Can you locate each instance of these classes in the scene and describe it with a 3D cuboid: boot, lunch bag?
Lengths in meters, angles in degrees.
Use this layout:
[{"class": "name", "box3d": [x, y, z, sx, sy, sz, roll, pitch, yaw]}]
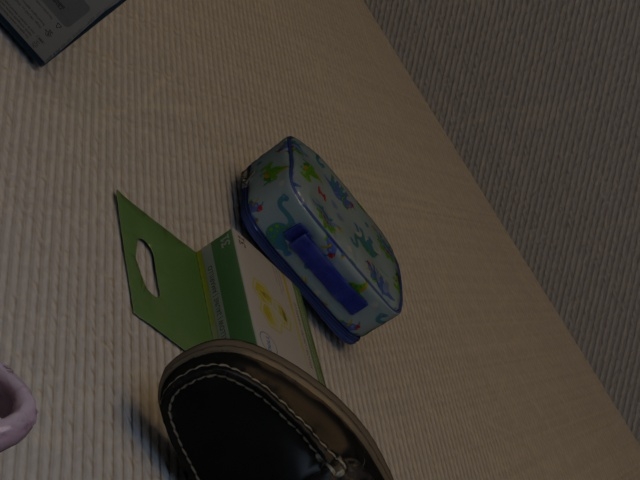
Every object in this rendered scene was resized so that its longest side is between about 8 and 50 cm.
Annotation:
[{"class": "boot", "box3d": [-0.008, 0.270, 1.166, 0.377, 0.138, 0.284, 58, 15, -12]}, {"class": "lunch bag", "box3d": [0.000, 0.000, 1.783, 0.219, 0.090, 0.176, 49, 16, -23]}]

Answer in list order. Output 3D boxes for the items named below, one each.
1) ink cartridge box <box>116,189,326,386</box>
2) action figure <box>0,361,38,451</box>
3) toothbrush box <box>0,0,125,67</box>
[{"class": "ink cartridge box", "box3d": [-0.089, 0.056, 1.485, 0.235, 0.056, 0.171, 45, 20, -40]}, {"class": "action figure", "box3d": [-0.313, -0.046, 0.688, 0.248, 0.276, 0.370, 21, 51, -53]}, {"class": "toothbrush box", "box3d": [-0.277, -0.331, 1.565, 0.216, 0.126, 0.295, 49, 18, -20]}]
